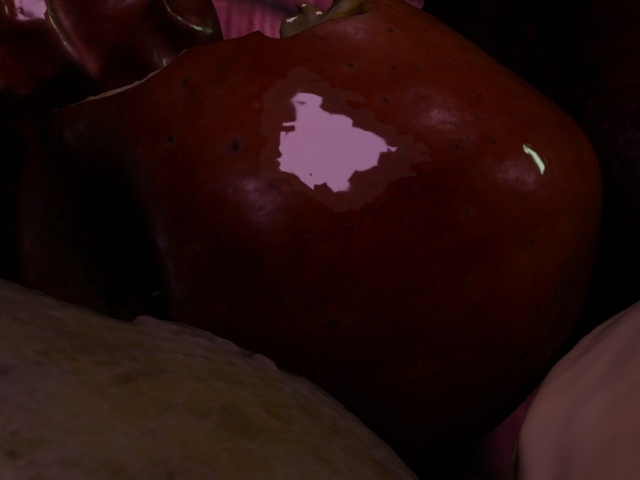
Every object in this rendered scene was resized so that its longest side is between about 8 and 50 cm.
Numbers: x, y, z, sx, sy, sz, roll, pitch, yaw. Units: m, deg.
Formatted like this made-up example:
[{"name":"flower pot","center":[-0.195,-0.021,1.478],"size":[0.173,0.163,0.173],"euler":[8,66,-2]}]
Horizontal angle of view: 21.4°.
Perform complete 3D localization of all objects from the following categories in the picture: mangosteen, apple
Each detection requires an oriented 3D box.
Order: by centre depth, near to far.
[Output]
[{"name":"apple","center":[0.007,0.003,0.498],"size":[0.158,0.156,0.147],"euler":[-13,45,-35]},{"name":"mangosteen","center":[0.132,-0.068,0.608],"size":[0.210,0.210,0.210],"euler":[7,33,-4]}]

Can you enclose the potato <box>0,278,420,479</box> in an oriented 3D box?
[{"name":"potato","center":[-0.058,0.095,0.347],"size":[0.251,0.159,0.174],"euler":[11,57,23]}]

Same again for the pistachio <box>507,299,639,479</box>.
[{"name":"pistachio","center":[0.172,0.055,0.431],"size":[0.214,0.193,0.318],"euler":[17,22,24]}]

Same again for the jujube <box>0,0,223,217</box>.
[{"name":"jujube","center":[-0.196,-0.086,0.552],"size":[0.342,0.216,0.216],"euler":[9,30,-27]}]
